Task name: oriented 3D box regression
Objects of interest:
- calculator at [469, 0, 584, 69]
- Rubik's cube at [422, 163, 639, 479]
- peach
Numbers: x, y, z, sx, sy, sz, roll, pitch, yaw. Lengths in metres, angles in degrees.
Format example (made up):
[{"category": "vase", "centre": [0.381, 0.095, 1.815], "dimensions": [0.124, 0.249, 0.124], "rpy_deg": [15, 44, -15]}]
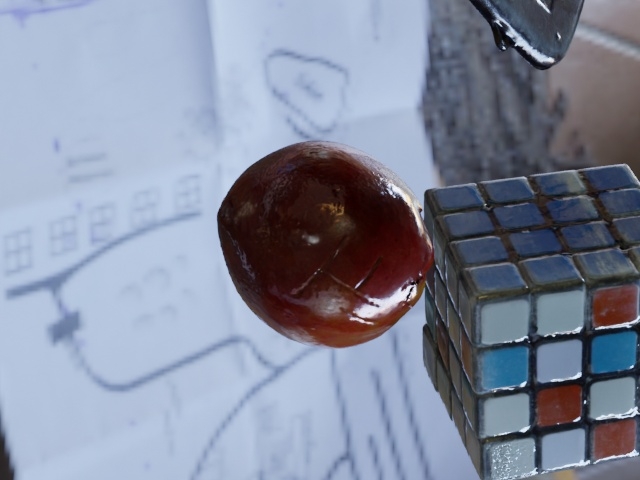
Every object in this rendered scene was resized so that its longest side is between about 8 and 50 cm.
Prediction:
[{"category": "calculator", "centre": [0.156, -0.257, 1.394], "dimensions": [0.177, 0.040, 0.268], "rpy_deg": [37, 57, -43]}, {"category": "Rubik's cube", "centre": [0.263, 0.089, 2.084], "dimensions": [0.259, 0.256, 0.253], "rpy_deg": [-111, -164, -59]}, {"category": "peach", "centre": [0.000, 0.000, 1.638], "dimensions": [0.197, 0.197, 0.197], "rpy_deg": [4, 85, -52]}]
